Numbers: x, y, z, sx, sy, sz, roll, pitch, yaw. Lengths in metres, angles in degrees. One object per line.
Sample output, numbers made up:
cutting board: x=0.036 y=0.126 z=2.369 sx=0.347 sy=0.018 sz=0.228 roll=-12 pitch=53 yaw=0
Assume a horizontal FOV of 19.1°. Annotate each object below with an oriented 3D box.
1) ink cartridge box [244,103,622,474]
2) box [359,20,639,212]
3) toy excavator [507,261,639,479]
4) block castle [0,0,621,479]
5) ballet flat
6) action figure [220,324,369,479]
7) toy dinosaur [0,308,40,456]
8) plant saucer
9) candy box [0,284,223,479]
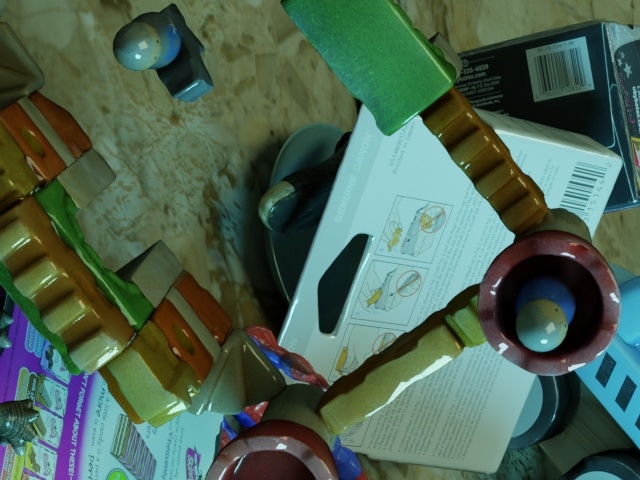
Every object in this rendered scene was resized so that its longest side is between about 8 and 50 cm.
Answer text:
ink cartridge box: x=0.079 y=0.036 z=1.535 sx=0.261 sy=0.066 sz=0.296 roll=11 pitch=108 yaw=-32
box: x=0.181 y=-0.094 z=1.695 sx=0.142 sy=0.247 sz=0.163 roll=-7 pitch=87 yaw=-59
toy excavator: x=0.410 y=0.123 z=1.702 sx=0.433 sy=0.445 sz=0.222 roll=51 pitch=28 yaw=20
block castle: x=-0.059 y=-0.055 z=1.163 sx=0.453 sy=0.303 sz=0.213 roll=52 pitch=14 yaw=-7
ballet flat: x=-0.005 y=-0.046 z=1.528 sx=0.049 sy=0.057 sz=0.173 roll=40 pitch=30 yaw=14
action figure: x=-0.010 y=0.163 z=1.427 sx=0.091 sy=0.139 sz=0.280 roll=-41 pitch=124 yaw=-5
toy dinosaur: x=-0.252 y=0.065 z=1.075 sx=0.160 sy=0.121 sz=0.313 roll=0 pitch=91 yaw=-61
plant saucer: x=0.000 y=0.000 z=1.587 sx=0.195 sy=0.037 sz=0.195 roll=23 pitch=62 yaw=-53
candy box: x=-0.164 y=0.138 z=1.265 sx=0.233 sy=0.071 sz=0.159 roll=38 pitch=49 yaw=-45
